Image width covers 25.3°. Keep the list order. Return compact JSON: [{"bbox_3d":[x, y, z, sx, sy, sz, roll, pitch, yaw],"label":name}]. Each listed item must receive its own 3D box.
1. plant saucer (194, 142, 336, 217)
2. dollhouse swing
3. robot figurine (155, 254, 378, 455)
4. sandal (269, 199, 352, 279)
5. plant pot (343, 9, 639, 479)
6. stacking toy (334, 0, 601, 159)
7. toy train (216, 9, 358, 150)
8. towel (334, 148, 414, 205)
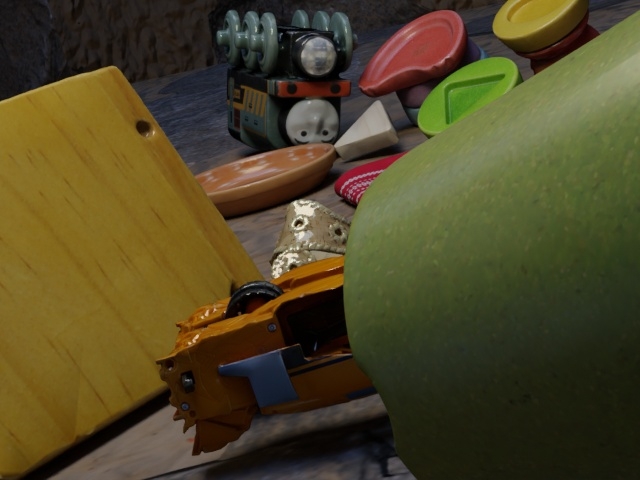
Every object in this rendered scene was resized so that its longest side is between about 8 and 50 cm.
[{"bbox_3d":[-0.075,-0.067,1.657,0.200,0.037,0.200,-14,12,3],"label":"plant saucer"},{"bbox_3d":[-0.300,0.057,1.084,0.347,0.315,0.305,-29,-8,-46],"label":"dollhouse swing"},{"bbox_3d":[0.050,0.044,0.887,0.291,0.085,0.211,-16,7,2],"label":"robot figurine"},{"bbox_3d":[-0.006,0.001,1.175,0.088,0.079,0.240,-10,14,26],"label":"sandal"},{"bbox_3d":[0.159,0.011,0.597,0.254,0.276,0.276,-21,6,40],"label":"plant pot"},{"bbox_3d":[0.189,-0.170,1.741,0.309,0.130,0.279,-8,41,43],"label":"stacking toy"},{"bbox_3d":[-0.046,-0.207,1.880,0.142,0.190,0.334,-4,11,-17],"label":"toy train"},{"bbox_3d":[0.136,-0.066,1.410,0.199,0.031,0.275,-19,13,-11],"label":"towel"}]
